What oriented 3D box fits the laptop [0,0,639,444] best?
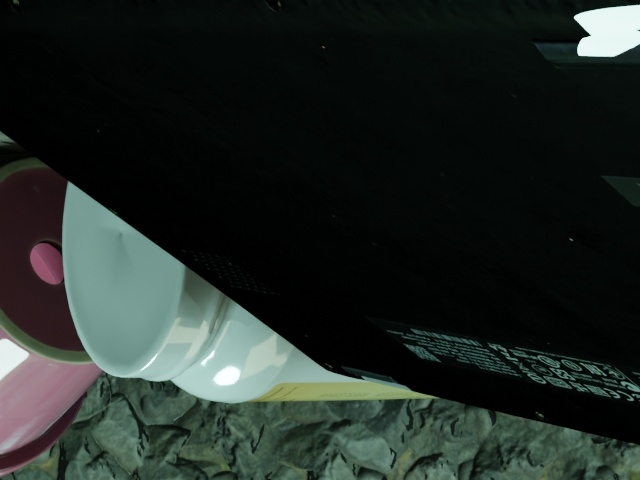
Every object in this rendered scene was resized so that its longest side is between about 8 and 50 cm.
[{"bbox_3d":[0.132,-0.057,0.613,0.408,0.236,0.382,38,162,-34],"label":"laptop"}]

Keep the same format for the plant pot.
[{"bbox_3d":[-0.203,0.040,1.170,0.201,0.201,0.180,3,160,-40],"label":"plant pot"}]

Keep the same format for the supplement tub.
[{"bbox_3d":[0.000,0.000,0.857,0.199,0.144,0.144,2,175,-32],"label":"supplement tub"}]
